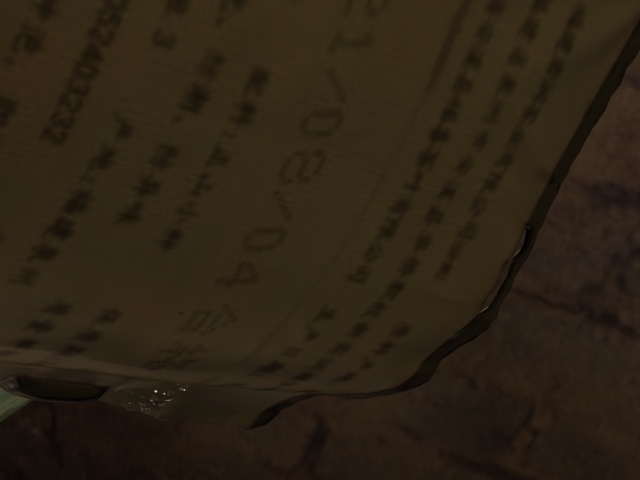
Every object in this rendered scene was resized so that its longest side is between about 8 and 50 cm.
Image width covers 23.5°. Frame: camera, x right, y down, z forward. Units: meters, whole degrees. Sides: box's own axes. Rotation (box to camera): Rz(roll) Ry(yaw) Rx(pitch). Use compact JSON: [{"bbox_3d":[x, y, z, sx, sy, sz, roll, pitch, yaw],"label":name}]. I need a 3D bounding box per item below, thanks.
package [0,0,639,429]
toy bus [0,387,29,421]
[{"bbox_3d":[-0.011,-0.033,0.387,0.204,0.251,0.062,12,35,-45],"label":"package"},{"bbox_3d":[-0.208,0.049,0.940,0.133,0.271,0.165,56,35,-3],"label":"toy bus"}]
